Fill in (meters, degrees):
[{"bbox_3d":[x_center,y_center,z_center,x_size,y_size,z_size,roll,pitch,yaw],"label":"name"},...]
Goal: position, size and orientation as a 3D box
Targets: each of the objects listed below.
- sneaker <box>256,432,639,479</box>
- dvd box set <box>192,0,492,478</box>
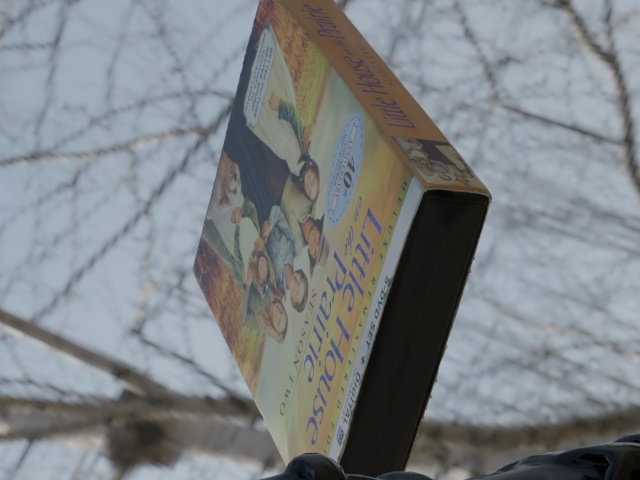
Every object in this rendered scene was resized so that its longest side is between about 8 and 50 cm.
[{"bbox_3d":[0.041,0.101,0.385,0.341,0.125,0.139,-25,-41,-20],"label":"sneaker"},{"bbox_3d":[0.000,0.000,1.582,0.062,0.420,0.307,5,-63,-22],"label":"dvd box set"}]
